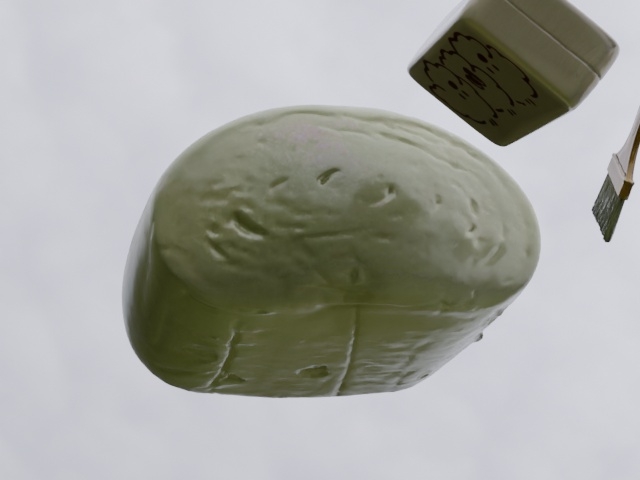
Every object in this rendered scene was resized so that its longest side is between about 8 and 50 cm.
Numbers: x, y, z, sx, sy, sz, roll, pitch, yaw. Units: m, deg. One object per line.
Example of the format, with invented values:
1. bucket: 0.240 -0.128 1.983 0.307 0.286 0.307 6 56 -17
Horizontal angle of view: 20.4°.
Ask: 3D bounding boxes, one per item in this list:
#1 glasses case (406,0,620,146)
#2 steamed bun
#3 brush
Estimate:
1. glasses case: 0.180 -0.176 1.743 0.144 0.076 0.336 38 -7 -2
2. steamed bun: 0.000 0.000 2.115 0.455 0.290 0.371 2 -24 -15
3. brush: 0.342 -0.136 1.890 0.013 0.103 0.272 15 -71 -5
